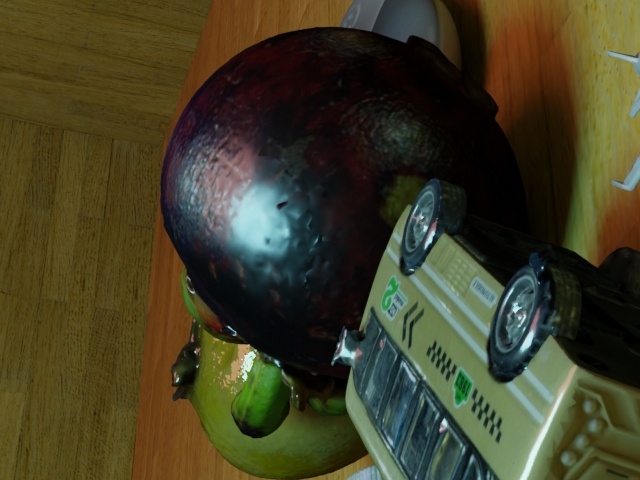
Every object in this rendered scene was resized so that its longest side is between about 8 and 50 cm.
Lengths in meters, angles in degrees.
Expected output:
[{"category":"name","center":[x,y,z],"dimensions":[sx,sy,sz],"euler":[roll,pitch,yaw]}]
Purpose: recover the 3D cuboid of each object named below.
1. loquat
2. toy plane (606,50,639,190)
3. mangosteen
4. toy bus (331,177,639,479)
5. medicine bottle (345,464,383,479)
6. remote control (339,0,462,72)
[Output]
[{"category":"loquat","center":[-0.025,0.115,1.441],"dimensions":[0.244,0.244,0.243],"euler":[-170,90,-77]},{"category":"toy plane","center":[0.224,-0.103,0.929],"dimensions":[0.171,0.066,0.162],"euler":[-125,47,-74]},{"category":"mangosteen","center":[0.000,0.000,1.214],"dimensions":[0.359,0.306,0.306],"euler":[-52,18,6]},{"category":"toy bus","center":[0.129,0.099,0.886],"dimensions":[0.365,0.177,0.201],"euler":[-124,55,-73]},{"category":"medicine bottle","center":[0.064,0.279,1.194],"dimensions":[0.188,0.088,0.132],"euler":[-95,23,-43]},{"category":"remote control","center":[0.070,-0.157,1.540],"dimensions":[0.332,0.103,0.221],"euler":[-121,41,-68]}]
